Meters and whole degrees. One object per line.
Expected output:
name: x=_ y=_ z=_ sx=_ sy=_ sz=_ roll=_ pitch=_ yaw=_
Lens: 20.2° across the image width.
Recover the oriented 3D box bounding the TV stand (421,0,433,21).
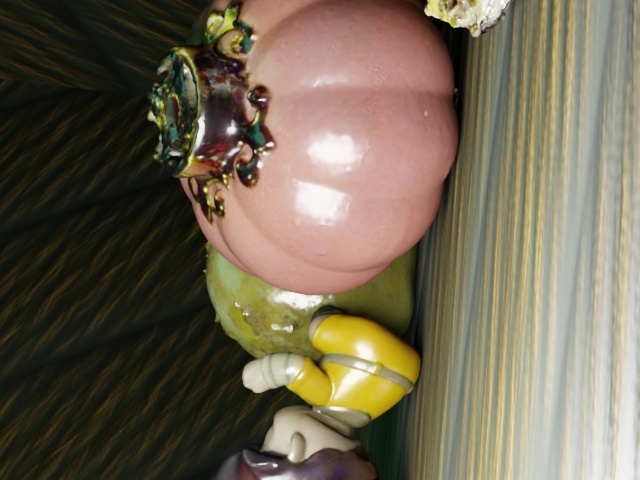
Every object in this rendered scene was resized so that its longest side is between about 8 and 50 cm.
TV stand: x=0.076 y=-0.275 z=1.685 sx=0.088 sy=0.083 sz=0.269 roll=-103 pitch=27 yaw=-74

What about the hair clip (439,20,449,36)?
hair clip: x=0.114 y=-0.219 z=1.710 sx=0.054 sy=0.022 sz=0.137 roll=103 pitch=176 yaw=-63

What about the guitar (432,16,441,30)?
guitar: x=0.119 y=-0.301 z=1.831 sx=0.088 sy=0.025 sz=0.233 roll=100 pitch=177 yaw=-64

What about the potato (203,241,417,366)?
potato: x=0.000 y=0.000 z=1.761 sx=0.173 sy=0.210 sz=0.307 roll=109 pitch=177 yaw=-51

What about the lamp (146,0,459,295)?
lamp: x=-0.025 y=-0.104 z=1.538 sx=0.305 sy=0.240 sz=0.305 roll=-6 pitch=83 yaw=60

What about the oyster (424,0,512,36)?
oyster: x=0.114 y=-0.188 z=1.200 sx=0.165 sy=0.053 sz=0.108 roll=111 pitch=157 yaw=-54

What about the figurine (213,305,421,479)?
figurine: x=-0.001 y=0.189 z=1.571 sx=0.192 sy=0.167 sz=0.256 roll=25 pitch=-90 yaw=-49
